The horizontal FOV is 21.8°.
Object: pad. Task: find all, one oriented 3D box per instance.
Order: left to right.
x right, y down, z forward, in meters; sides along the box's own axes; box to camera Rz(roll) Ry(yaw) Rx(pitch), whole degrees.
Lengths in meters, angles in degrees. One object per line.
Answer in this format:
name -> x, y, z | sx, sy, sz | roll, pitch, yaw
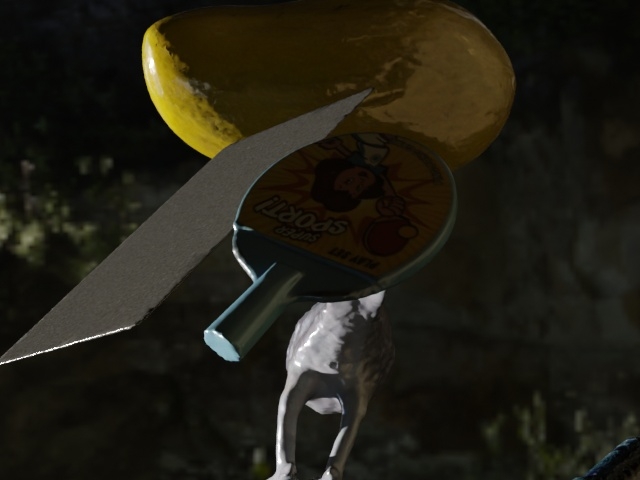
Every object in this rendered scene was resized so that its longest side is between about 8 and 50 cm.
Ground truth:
pad -> -0.070, -0.008, 0.875 | 0.211, 0.143, 0.003 | -46, -72, -37

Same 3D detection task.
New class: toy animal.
toy animal -> 0.010, 0.097, 1.235 | 0.367, 0.081, 0.206 | 79, -153, -78

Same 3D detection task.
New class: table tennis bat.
table tennis bat -> 0.000, 0.000, 0.764 | 0.155, 0.100, 0.019 | -46, -35, -33

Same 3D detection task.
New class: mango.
mango -> 0.012, -0.128, 1.468 | 0.142, 0.331, 0.195 | -100, 9, -47

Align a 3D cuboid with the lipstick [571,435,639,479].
lipstick -> 0.208, 0.148, 1.077 | 0.234, 0.053, 0.053 | -31, -65, -42
